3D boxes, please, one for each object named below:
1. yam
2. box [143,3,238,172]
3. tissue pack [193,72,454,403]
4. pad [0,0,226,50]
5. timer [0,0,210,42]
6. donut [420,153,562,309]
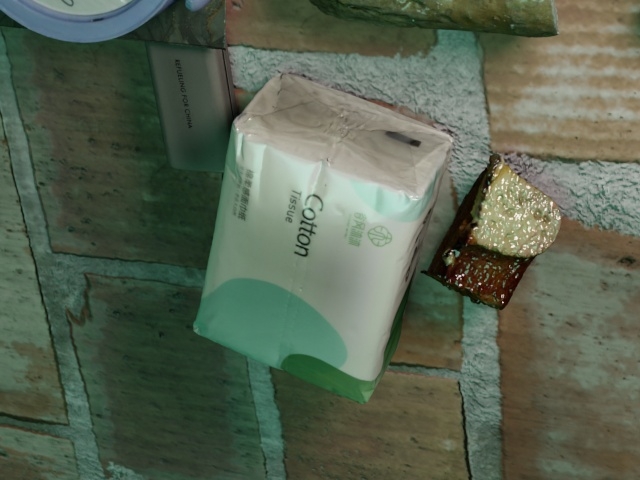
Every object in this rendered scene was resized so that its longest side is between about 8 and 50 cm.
[{"bbox_3d":[0.131,-0.302,1.968,0.330,0.133,0.133,4,123,27],"label":"yam"},{"bbox_3d":[-0.167,-0.206,2.208,0.103,0.055,0.243,6,124,21],"label":"box"},{"bbox_3d":[-0.001,0.001,2.183,0.266,0.194,0.356,21,128,12],"label":"tissue pack"},{"bbox_3d":[-0.283,-0.377,2.134,0.368,0.007,0.247,8,111,20],"label":"pad"},{"bbox_3d":[-0.274,-0.408,1.993,0.395,0.173,0.395,11,120,21],"label":"timer"},{"bbox_3d":[0.219,-0.007,2.139,0.126,0.144,0.186,30,97,-4],"label":"donut"}]
